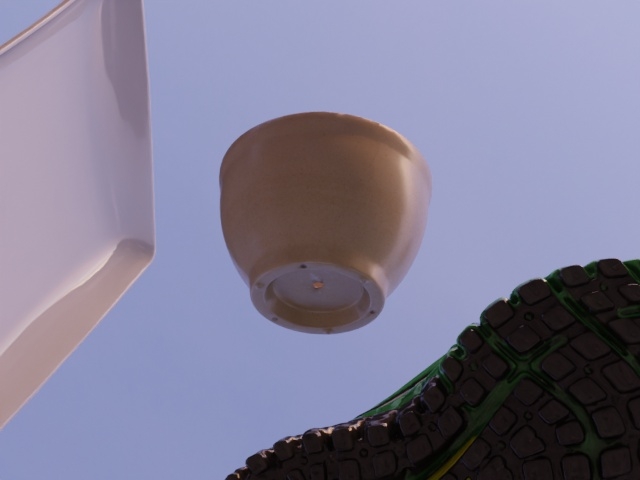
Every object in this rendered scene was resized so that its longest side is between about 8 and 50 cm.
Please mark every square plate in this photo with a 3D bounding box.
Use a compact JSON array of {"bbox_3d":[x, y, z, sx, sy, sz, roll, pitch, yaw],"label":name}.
[{"bbox_3d":[-0.248,-0.026,0.934,0.049,0.347,0.344,18,-139,18],"label":"square plate"}]

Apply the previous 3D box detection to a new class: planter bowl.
[{"bbox_3d":[0.000,0.000,0.814,0.162,0.162,0.109,8,-126,-4],"label":"planter bowl"}]

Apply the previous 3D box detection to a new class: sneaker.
[{"bbox_3d":[0.101,0.116,0.661,0.343,0.146,0.134,-26,-105,13],"label":"sneaker"}]
